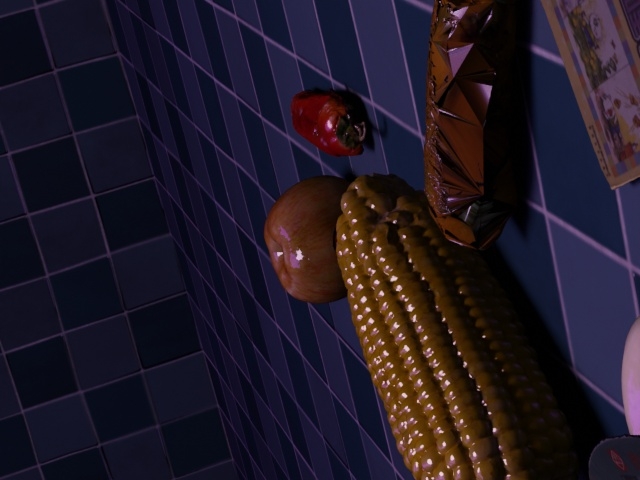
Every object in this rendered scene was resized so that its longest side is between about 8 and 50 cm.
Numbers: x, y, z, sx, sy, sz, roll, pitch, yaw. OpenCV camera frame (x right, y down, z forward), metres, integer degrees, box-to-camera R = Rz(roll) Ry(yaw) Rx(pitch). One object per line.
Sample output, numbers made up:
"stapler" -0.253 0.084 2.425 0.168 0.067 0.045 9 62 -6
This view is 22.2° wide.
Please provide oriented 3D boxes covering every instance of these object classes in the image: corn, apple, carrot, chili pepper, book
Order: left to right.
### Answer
"apple" -0.001 -0.001 1.625 0.126 0.102 0.126 163 90 -78
"chili pepper" 0.003 -0.116 1.570 0.059 0.050 0.268 59 174 -19
"corn" 0.098 0.088 1.251 0.130 0.130 0.347 88 163 -53
"carrot" 0.104 -0.087 1.120 0.228 0.069 0.069 86 162 -45
"book" 0.168 -0.123 0.897 0.192 0.013 0.168 138 114 -76

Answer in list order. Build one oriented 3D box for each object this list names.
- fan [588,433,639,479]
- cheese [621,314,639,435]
"fan" 0.230 0.216 0.899 0.223 0.012 0.294 30 150 57
"cheese" 0.213 0.116 0.923 0.227 0.064 0.137 94 158 -58
